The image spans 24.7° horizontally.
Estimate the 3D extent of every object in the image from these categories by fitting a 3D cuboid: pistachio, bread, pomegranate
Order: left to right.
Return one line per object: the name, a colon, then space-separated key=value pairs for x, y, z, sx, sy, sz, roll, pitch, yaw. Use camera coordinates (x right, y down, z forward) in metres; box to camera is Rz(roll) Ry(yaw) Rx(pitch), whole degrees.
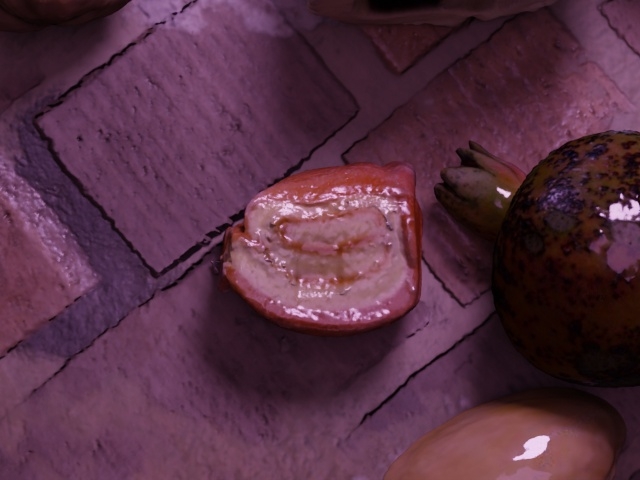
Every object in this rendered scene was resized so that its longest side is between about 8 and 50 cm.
bread: x=0.001 y=0.013 z=1.597 sx=0.244 sy=0.123 sz=0.190 roll=-9 pitch=87 yaw=-3
pistachio: x=0.197 y=0.258 z=1.568 sx=0.293 sy=0.162 sz=0.181 roll=-25 pitch=61 yaw=-5
pomegranate: x=0.267 y=0.000 z=1.566 sx=0.341 sy=0.285 sz=0.285 roll=26 pitch=83 yaw=30

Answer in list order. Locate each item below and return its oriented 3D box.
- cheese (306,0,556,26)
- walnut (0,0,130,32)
cheese: x=0.146 y=-0.332 z=1.558 sx=0.332 sy=0.292 sz=0.153 roll=-3 pitch=85 yaw=-15
walnut: x=-0.301 y=-0.357 z=1.557 sx=0.227 sy=0.273 sz=0.273 roll=-8 pitch=85 yaw=-38
